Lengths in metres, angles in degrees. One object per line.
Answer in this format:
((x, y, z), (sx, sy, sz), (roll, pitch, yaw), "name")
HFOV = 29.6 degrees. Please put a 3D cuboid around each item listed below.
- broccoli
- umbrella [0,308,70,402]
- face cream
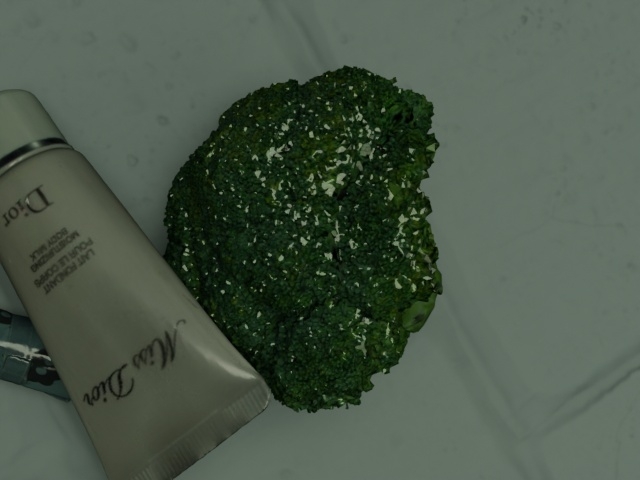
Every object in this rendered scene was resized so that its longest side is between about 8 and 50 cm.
((0.000, 0.000, 0.925), (0.242, 0.261, 0.269), (31, 51, -37), "broccoli")
((-0.213, 0.089, 0.939), (0.250, 0.052, 0.053), (15, 47, -12), "umbrella")
((-0.169, 0.029, 0.895), (0.143, 0.089, 0.314), (-38, 76, 13), "face cream")
